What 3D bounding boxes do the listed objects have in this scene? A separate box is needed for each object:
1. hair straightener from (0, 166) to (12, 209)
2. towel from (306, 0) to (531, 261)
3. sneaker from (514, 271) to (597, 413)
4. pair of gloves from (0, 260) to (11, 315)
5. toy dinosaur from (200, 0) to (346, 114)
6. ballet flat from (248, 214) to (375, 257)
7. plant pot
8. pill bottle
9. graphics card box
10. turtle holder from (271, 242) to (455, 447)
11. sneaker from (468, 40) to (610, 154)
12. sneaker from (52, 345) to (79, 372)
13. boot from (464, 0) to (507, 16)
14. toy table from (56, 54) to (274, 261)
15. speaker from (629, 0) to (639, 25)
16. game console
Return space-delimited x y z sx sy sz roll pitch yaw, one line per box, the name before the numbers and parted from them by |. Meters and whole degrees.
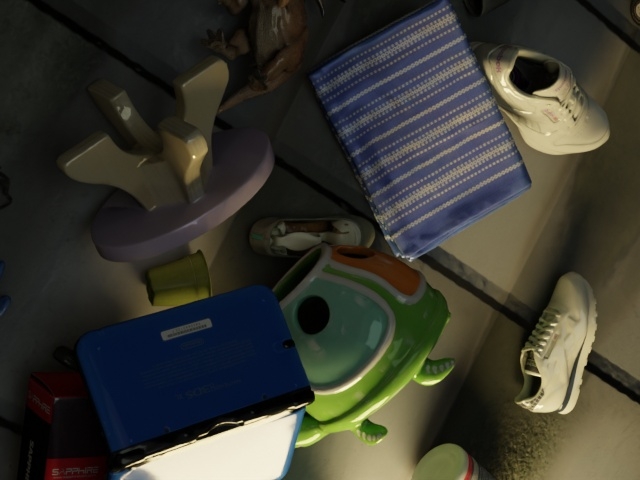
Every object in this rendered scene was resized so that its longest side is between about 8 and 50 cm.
hair straightener | -0.489 -0.088 1.716 0.230 0.047 0.089 29 82 -34
towel | 0.153 -0.159 2.033 0.243 0.040 0.336 -30 111 -4
sneaker | 0.378 0.164 2.221 0.095 0.090 0.235 10 90 -21
pair of gloves | -0.488 0.062 1.729 0.198 0.023 0.159 29 73 -28
toy dinosaur | -0.054 -0.302 1.900 0.200 0.127 0.295 -20 128 -63
ballet flat | 0.000 0.000 1.988 0.213 0.068 0.072 -1 96 -30
plant pot | -0.197 0.059 1.882 0.079 0.083 0.083 -8 100 -17
pill bottle | 0.236 0.409 2.150 0.180 0.108 0.108 43 75 -26
graphics card box | -0.288 0.361 1.821 0.233 0.094 0.370 3 102 -36
turtle holder | 0.020 0.144 1.947 0.227 0.320 0.243 42 38 -14
sneaker | 0.351 -0.213 2.116 0.305 0.152 0.114 23 80 -31
sneaker | -0.276 0.157 1.861 0.170 0.051 0.089 35 79 -33
boot | 0.297 -0.461 2.110 0.208 0.076 0.189 -20 104 -19
toy table | -0.201 -0.112 1.778 0.274 0.252 0.161 -45 133 -29
speaker | 0.584 -0.393 2.284 0.136 0.055 0.055 -15 103 -28
game console | -0.175 0.224 1.789 0.293 0.173 0.250 -15 78 -32
